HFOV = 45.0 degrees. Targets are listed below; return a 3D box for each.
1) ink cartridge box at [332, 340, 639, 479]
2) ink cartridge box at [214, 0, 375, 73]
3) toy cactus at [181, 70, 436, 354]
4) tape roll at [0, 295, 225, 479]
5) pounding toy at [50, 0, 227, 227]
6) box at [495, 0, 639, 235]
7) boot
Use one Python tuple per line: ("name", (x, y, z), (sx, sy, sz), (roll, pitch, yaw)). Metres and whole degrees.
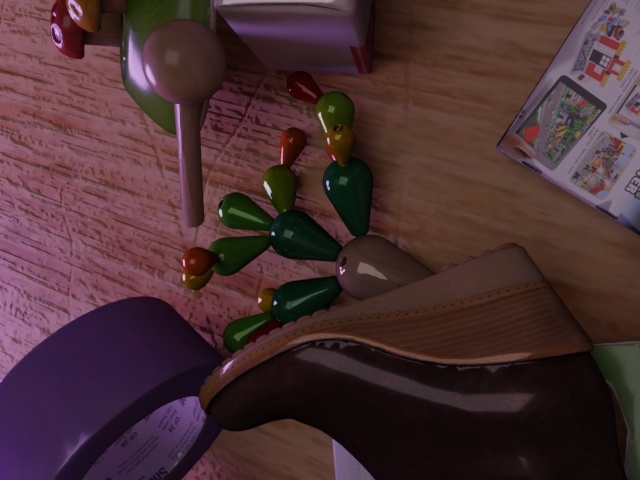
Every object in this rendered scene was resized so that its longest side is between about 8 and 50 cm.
("ink cartridge box", (0.111, 0.121, 0.517), (0.209, 0.062, 0.109), (-7, 85, 26))
("ink cartridge box", (-0.007, -0.241, 0.531), (0.092, 0.158, 0.218), (4, 89, 8))
("toy cactus", (0.000, 0.000, 0.568), (0.180, 0.112, 0.219), (25, 90, 16))
("tape roll", (-0.157, 0.139, 0.583), (0.080, 0.189, 0.189), (41, 105, 22))
("pounding toy", (-0.142, -0.150, 0.569), (0.183, 0.110, 0.237), (111, 153, -50))
("box", (0.217, -0.116, 0.489), (0.114, 0.036, 0.207), (37, 104, 23))
("boot", (0.053, 0.136, 0.458), (0.248, 0.090, 0.207), (-24, 76, 20))
